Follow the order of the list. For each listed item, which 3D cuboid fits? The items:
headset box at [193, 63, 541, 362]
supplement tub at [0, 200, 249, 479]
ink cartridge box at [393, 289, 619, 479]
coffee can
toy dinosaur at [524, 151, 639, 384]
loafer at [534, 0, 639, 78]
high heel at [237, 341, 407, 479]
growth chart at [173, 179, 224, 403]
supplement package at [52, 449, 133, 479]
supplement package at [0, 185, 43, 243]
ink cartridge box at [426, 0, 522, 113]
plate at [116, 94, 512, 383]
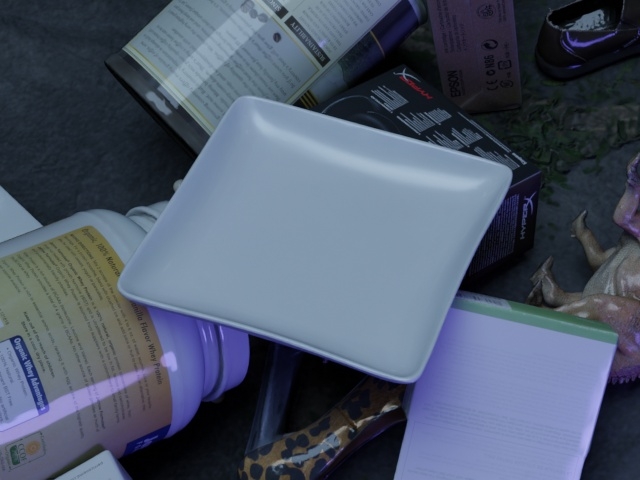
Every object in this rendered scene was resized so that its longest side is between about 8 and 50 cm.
[{"bbox_3d":[0.032,-0.028,1.607,0.293,0.110,0.218,-28,49,-26],"label":"headset box"},{"bbox_3d":[-0.247,0.104,1.507,0.316,0.228,0.228,-22,54,-26],"label":"supplement tub"},{"bbox_3d":[0.156,0.172,1.484,0.171,0.056,0.235,13,98,-4],"label":"ink cartridge box"},{"bbox_3d":[-0.055,-0.205,1.708,0.275,0.201,0.201,-44,59,-3],"label":"coffee can"},{"bbox_3d":[0.311,0.056,1.552,0.200,0.127,0.295,38,85,2],"label":"toy dinosaur"},{"bbox_3d":[0.330,-0.243,1.751,0.220,0.078,0.080,-26,57,-5],"label":"loafer"},{"bbox_3d":[0.056,0.199,1.540,0.261,0.093,0.186,6,69,14],"label":"high heel"},{"bbox_3d":[-0.133,0.047,1.706,0.172,0.021,0.237,13,62,20],"label":"growth chart"},{"bbox_3d":[-0.174,0.366,1.420,0.175,0.177,0.293,-29,58,-5],"label":"supplement package"},{"bbox_3d":[-0.403,0.062,1.679,0.262,0.145,0.204,-42,59,-14],"label":"supplement package"},{"bbox_3d":[0.153,-0.275,1.716,0.088,0.234,0.193,-8,57,6],"label":"ink cartridge box"},{"bbox_3d":[0.000,0.000,1.466,0.278,0.045,0.277,16,49,14],"label":"plate"}]
